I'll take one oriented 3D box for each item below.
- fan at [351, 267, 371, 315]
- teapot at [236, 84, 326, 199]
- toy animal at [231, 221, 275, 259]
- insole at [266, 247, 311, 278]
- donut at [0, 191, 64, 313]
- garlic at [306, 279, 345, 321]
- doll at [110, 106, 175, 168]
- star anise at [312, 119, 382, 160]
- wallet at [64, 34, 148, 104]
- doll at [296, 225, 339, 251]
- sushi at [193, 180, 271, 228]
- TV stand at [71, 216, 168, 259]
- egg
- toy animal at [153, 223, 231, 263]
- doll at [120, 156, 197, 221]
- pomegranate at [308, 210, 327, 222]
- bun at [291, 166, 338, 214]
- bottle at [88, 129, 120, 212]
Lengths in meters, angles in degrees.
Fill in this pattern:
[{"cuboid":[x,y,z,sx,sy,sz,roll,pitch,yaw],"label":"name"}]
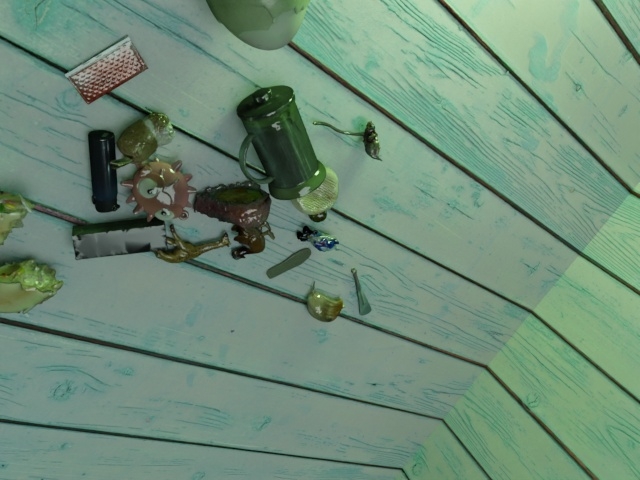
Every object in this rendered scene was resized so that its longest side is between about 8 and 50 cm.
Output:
[{"cuboid":[0.164,0.221,2.465,0.057,0.023,0.281,-23,130,-3],"label":"fan"},{"cuboid":[-0.145,-0.298,1.809,0.270,0.200,0.336,-42,132,-23],"label":"teapot"},{"cuboid":[-0.260,-0.008,2.029,0.179,0.089,0.188,-30,138,11],"label":"toy animal"},{"cuboid":[-0.118,0.088,2.217,0.192,0.010,0.063,-29,130,-9],"label":"insole"},{"cuboid":[-0.918,0.043,1.630,0.308,0.150,0.370,-17,128,-19],"label":"donut"},{"cuboid":[0.004,0.257,2.368,0.198,0.090,0.128,37,83,-34],"label":"garlic"},{"cuboid":[-0.513,-0.277,1.664,0.221,0.115,0.105,-52,174,-17],"label":"doll"},{"cuboid":[0.094,-0.347,1.998,0.228,0.148,0.218,-3,162,3],"label":"star anise"},{"cuboid":[-0.575,-0.458,1.577,0.197,0.020,0.103,-35,131,-6],"label":"wallet"},{"cuboid":[0.000,0.000,2.193,0.195,0.070,0.096,25,136,-37],"label":"doll"},{"cuboid":[-0.276,-0.105,1.894,0.241,0.161,0.107,-11,127,-25],"label":"sushi"},{"cuboid":[-0.613,-0.008,1.791,0.270,0.082,0.088,-8,116,-16],"label":"TV stand"},{"cuboid":[-0.160,-0.655,1.508,0.278,0.278,0.336,-31,126,-8],"label":"egg"},{"cuboid":[-0.438,0.020,1.958,0.276,0.054,0.149,12,111,-32],"label":"toy animal"},{"cuboid":[-0.492,-0.162,1.770,0.211,0.093,0.261,-33,114,-8],"label":"doll"},{"cuboid":[-0.003,-0.103,2.115,0.085,0.073,0.073,-27,130,-12],"label":"pomegranate"},{"cuboid":[-0.028,-0.179,2.029,0.184,0.102,0.183,-8,114,-19],"label":"bun"},{"cuboid":[-0.630,-0.195,1.690,0.082,0.072,0.244,11,121,6],"label":"bottle"}]
